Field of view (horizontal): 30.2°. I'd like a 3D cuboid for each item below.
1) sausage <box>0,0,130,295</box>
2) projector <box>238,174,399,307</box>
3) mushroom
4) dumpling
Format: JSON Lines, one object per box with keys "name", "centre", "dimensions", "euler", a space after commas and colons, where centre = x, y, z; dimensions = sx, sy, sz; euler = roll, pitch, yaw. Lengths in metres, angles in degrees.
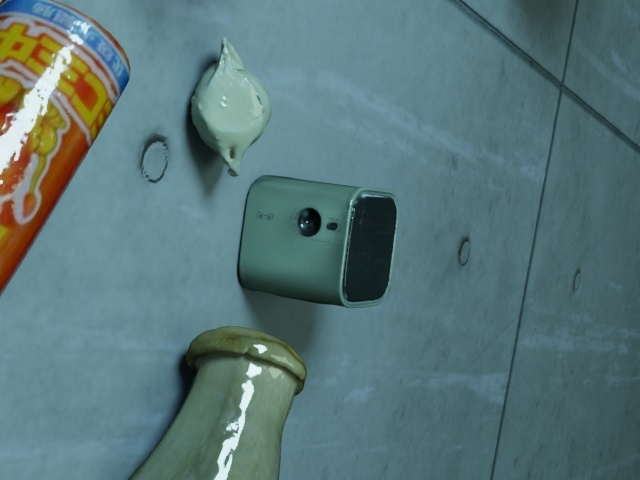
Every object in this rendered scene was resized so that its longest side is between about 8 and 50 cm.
{"name": "sausage", "centre": [-0.175, 0.011, 0.518], "dimensions": [0.274, 0.074, 0.074], "euler": [-64, 149, -26]}
{"name": "projector", "centre": [0.000, 0.000, 0.834], "dimensions": [0.083, 0.082, 0.083], "euler": [0, 98, -62]}
{"name": "mushroom", "centre": [-0.083, 0.170, 0.723], "dimensions": [0.247, 0.108, 0.096], "euler": [-61, -173, -29]}
{"name": "dumpling", "centre": [-0.059, -0.085, 0.748], "dimensions": [0.052, 0.057, 0.076], "euler": [-38, 112, -4]}
